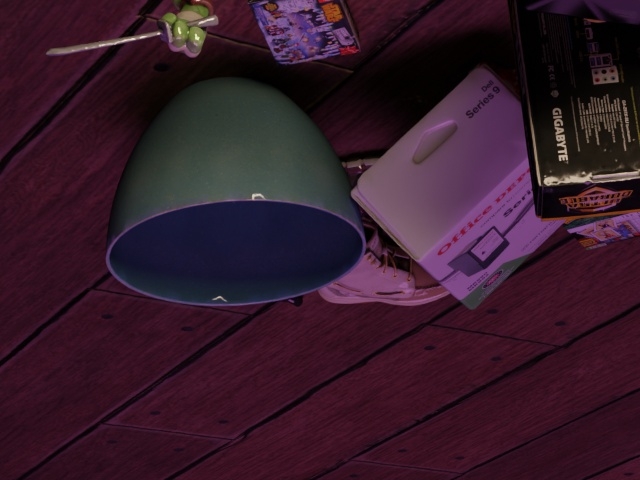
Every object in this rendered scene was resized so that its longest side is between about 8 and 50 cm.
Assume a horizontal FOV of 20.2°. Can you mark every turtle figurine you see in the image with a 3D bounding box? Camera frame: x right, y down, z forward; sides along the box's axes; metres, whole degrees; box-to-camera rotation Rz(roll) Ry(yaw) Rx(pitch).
[{"bbox_3d":[-0.122,-0.276,1.585,0.266,0.198,0.274,-23,154,28],"label":"turtle figurine"}]

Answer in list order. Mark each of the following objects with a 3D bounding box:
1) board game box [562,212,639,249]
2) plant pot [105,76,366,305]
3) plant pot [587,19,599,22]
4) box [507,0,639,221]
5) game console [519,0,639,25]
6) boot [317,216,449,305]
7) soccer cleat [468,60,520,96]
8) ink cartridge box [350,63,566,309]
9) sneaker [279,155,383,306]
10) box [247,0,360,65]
[{"bbox_3d":[0.451,-0.051,2.388,0.259,0.030,0.136,-16,151,24],"label":"board game box"},{"bbox_3d":[-0.100,-0.070,2.043,0.290,0.195,0.290,-4,156,-2],"label":"plant pot"},{"bbox_3d":[0.313,-0.337,1.530,0.212,0.212,0.187,-7,142,6],"label":"plant pot"},{"bbox_3d":[0.313,-0.186,1.703,0.257,0.322,0.079,-6,155,1],"label":"box"},{"bbox_3d":[0.341,-0.263,1.444,0.361,0.044,0.213,6,129,-5],"label":"game console"},{"bbox_3d":[0.089,0.024,2.436,0.213,0.077,0.165,-4,154,6],"label":"boot"},{"bbox_3d":[0.206,-0.183,2.055,0.083,0.029,0.035,17,157,-33],"label":"soccer cleat"},{"bbox_3d":[0.178,-0.053,2.060,0.211,0.121,0.289,-44,159,4],"label":"ink cartridge box"},{"bbox_3d":[0.000,0.000,2.257,0.281,0.163,0.106,-13,154,19],"label":"sneaker"},{"bbox_3d":[-0.017,-0.234,1.898,0.094,0.027,0.137,-10,155,10],"label":"box"}]
